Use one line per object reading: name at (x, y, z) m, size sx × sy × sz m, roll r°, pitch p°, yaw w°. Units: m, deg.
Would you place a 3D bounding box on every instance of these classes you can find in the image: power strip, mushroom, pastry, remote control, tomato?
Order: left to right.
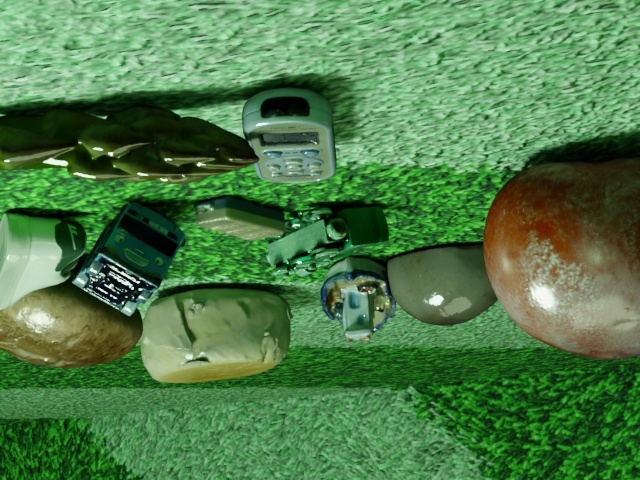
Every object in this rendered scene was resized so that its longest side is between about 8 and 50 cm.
mushroom at (-0.390, 0.111, 2.234) m, size 0.278 × 0.146 × 0.278 m, roll 5°, pitch 168°, yaw 1°
pastry at (-0.167, 0.152, 2.493) m, size 0.264 × 0.133 × 0.265 m, roll -3°, pitch 168°, yaw -1°
power strip at (-0.099, -0.027, 1.902) m, size 0.056 × 0.032 × 0.123 m, roll -11°, pitch 164°, yaw 33°
remote control at (-0.028, -0.101, 1.530) m, size 0.087 × 0.047 × 0.244 m, roll 1°, pitch 169°, yaw 2°
mushroom at (0.181, 0.065, 2.235) m, size 0.188 × 0.117 × 0.141 m, roll -6°, pitch 157°, yaw 40°
tomato at (0.318, 0.020, 1.736) m, size 0.270 × 0.227 × 0.270 m, roll -3°, pitch 171°, yaw -1°

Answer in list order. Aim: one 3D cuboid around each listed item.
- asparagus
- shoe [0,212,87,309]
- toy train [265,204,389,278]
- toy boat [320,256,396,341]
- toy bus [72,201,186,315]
asparagus at (-0.197, -0.091, 1.480) m, size 0.287 × 0.080 × 0.080 m, roll 4°, pitch 169°, yaw 12°
shoe at (-0.367, 0.032, 1.994) m, size 0.110 × 0.095 × 0.265 m, roll 1°, pitch 165°, yaw -16°
toy train at (0.000, 0.000, 1.970) m, size 0.104 × 0.071 × 0.178 m, roll -8°, pitch 171°, yaw -31°
toy boat at (0.059, 0.102, 2.338) m, size 0.114 × 0.115 × 0.262 m, roll -3°, pitch 168°, yaw 6°
toy bus at (-0.237, 0.021, 1.924) m, size 0.090 × 0.106 × 0.184 m, roll 33°, pitch 159°, yaw -11°
